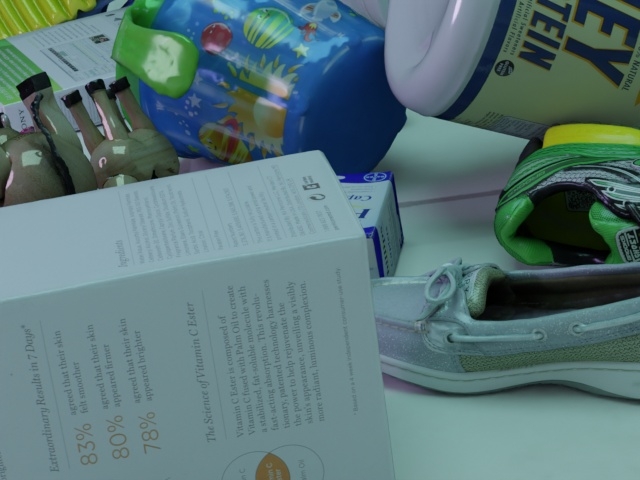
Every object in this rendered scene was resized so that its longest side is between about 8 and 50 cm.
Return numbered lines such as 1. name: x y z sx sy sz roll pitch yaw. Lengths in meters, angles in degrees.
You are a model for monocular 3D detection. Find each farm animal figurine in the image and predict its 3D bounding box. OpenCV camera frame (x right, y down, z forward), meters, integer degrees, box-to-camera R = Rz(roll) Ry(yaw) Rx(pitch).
1. farm animal figurine: -0.255 -0.026 1.681 0.330 0.172 0.327 -26 -3 -16

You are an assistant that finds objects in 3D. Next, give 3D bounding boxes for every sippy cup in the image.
1. sippy cup: -0.043 -0.159 1.895 0.224 0.240 0.305 28 50 36

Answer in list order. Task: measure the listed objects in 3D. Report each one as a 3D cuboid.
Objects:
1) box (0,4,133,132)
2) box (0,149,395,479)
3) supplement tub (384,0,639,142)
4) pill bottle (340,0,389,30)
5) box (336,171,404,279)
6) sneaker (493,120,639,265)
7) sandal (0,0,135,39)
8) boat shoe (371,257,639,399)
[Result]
1. box: -0.242 -0.201 2.222 0.322 0.058 0.232 -16 26 -20
2. box: -0.138 0.089 1.375 0.345 0.215 0.168 -10 25 -6
3. supplement tub: 0.244 -0.199 1.767 0.325 0.235 0.235 12 21 -15
4. pill bottle: 0.054 -0.317 2.291 0.131 0.131 0.229 -19 27 -23
5. box: 0.000 0.000 1.696 0.126 0.072 0.137 -3 26 11
6. sneaker: 0.307 -0.019 1.611 0.343 0.134 0.146 -4 30 30
7. sandal: -0.285 -0.295 2.377 0.317 0.138 0.126 -21 62 6
8. boat shoe: 0.164 0.053 1.495 0.320 0.103 0.118 5 28 25
